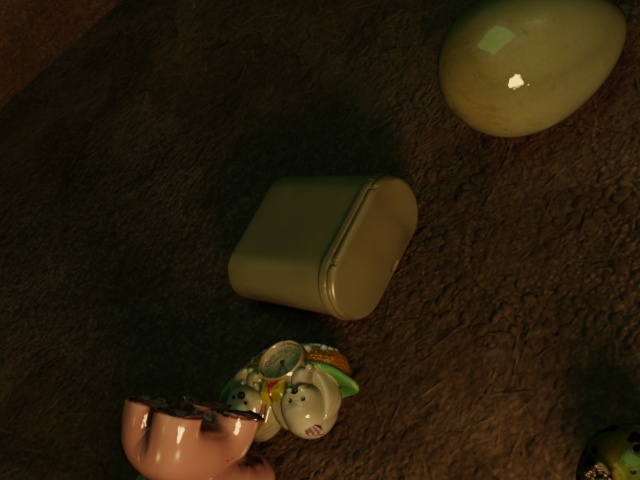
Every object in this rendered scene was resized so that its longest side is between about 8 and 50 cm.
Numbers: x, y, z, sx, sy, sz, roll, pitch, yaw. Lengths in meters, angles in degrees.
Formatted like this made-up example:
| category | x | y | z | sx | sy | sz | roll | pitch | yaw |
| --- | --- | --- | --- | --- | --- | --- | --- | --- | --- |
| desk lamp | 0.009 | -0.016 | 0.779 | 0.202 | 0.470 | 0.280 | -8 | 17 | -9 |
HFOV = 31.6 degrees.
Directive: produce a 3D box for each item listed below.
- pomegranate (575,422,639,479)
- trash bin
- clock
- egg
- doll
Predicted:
| category | x | y | z | sx | sy | sz | roll | pitch | yaw |
| --- | --- | --- | --- | --- | --- | --- | --- | --- | --- |
| pomegranate | 0.332 | 0.262 | 1.251 | 0.122 | 0.161 | 0.122 | -10 | 76 | 41 |
| trash bin | 0.000 | 0.000 | 1.774 | 0.247 | 0.121 | 0.243 | 7 | 59 | 44 |
| clock | -0.051 | 0.224 | 1.621 | 0.231 | 0.103 | 0.144 | -11 | 40 | 30 |
| egg | 0.318 | -0.278 | 1.697 | 0.295 | 0.218 | 0.218 | -27 | 41 | 0 |
| doll | -0.175 | 0.350 | 1.517 | 0.284 | 0.216 | 0.268 | 9 | 89 | 45 |
